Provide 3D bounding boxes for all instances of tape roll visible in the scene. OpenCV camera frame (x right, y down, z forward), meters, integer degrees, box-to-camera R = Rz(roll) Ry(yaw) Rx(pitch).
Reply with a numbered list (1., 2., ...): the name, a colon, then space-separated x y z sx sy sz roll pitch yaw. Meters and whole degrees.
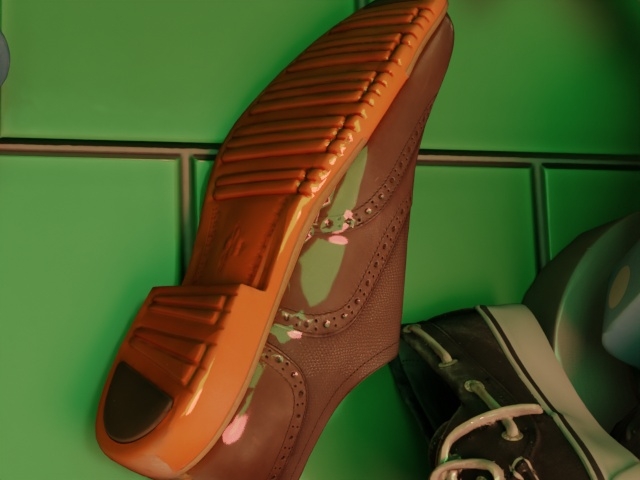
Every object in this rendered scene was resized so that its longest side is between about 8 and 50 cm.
1. tape roll: 0.243 0.086 0.806 0.219 0.072 0.219 3 79 -13

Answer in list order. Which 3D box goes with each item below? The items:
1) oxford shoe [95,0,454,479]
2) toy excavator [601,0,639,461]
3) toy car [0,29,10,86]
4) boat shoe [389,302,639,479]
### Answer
1. oxford shoe: 0.000 0.000 0.751 0.132 0.130 0.364 40 71 -31
2. toy excavator: 0.276 -0.040 0.714 0.432 0.222 0.445 22 50 -4
3. toy car: -0.261 -0.120 0.688 0.182 0.159 0.136 32 38 -7
4. boat shoe: 0.104 0.132 0.664 0.104 0.306 0.113 -3 123 -10
